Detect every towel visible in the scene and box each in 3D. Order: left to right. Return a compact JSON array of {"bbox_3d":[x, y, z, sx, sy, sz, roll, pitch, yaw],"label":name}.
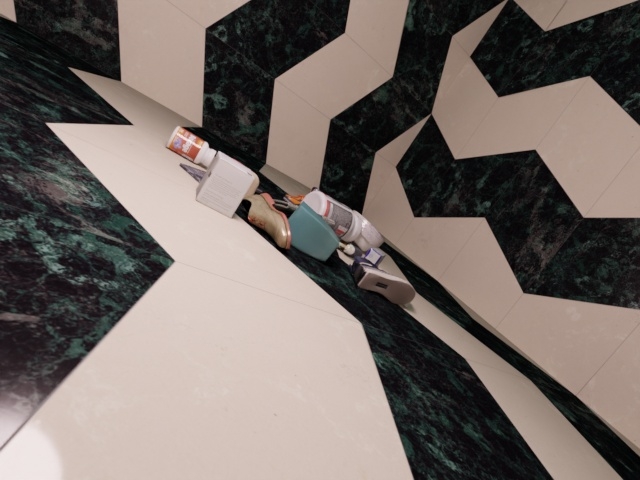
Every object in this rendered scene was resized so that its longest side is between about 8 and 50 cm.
[{"bbox_3d":[-0.139,-0.138,2.062,0.312,0.056,0.324,18,-1,-41],"label":"towel"}]

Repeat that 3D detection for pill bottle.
[{"bbox_3d":[-0.633,-0.458,2.046,0.216,0.121,0.121,29,12,-21],"label":"pill bottle"},{"bbox_3d":[0.064,-0.125,2.375,0.363,0.210,0.210,24,14,-42],"label":"pill bottle"}]

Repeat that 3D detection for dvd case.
[{"bbox_3d":[-0.514,-0.282,1.895,0.164,0.018,0.221,39,12,26],"label":"dvd case"}]

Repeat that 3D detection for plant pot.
[{"bbox_3d":[-0.040,-0.026,1.804,0.234,0.166,0.165,39,10,-8],"label":"plant pot"}]

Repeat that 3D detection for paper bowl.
[{"bbox_3d":[0.255,-0.043,2.625,0.284,0.148,0.284,45,-3,3],"label":"paper bowl"}]

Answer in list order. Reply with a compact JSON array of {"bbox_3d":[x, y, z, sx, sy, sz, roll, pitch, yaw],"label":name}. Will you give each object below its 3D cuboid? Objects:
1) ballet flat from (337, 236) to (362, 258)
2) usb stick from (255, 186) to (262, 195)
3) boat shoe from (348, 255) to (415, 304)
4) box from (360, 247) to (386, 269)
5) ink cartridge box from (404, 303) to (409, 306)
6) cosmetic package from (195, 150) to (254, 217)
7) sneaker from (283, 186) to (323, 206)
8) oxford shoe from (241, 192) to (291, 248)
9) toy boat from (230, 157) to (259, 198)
[{"bbox_3d":[0.134,0.037,2.244,0.203,0.074,0.074,33,9,30],"label":"ballet flat"},{"bbox_3d":[-0.427,-0.313,2.215,0.278,0.045,0.077,25,21,-39],"label":"usb stick"},{"bbox_3d":[0.283,0.174,1.908,0.340,0.127,0.158,27,20,-29],"label":"boat shoe"},{"bbox_3d":[0.268,0.108,2.171,0.072,0.126,0.137,38,12,16],"label":"box"},{"bbox_3d":[0.374,0.249,2.026,0.150,0.063,0.109,34,11,0],"label":"ink cartridge box"},{"bbox_3d":[-0.368,-0.217,1.594,0.151,0.184,0.151,28,11,-25],"label":"cosmetic package"},{"bbox_3d":[-0.093,-0.275,2.649,0.124,0.180,0.321,41,13,35],"label":"sneaker"},{"bbox_3d":[-0.223,-0.072,1.668,0.130,0.123,0.348,-7,35,-28],"label":"oxford shoe"},{"bbox_3d":[-0.404,-0.281,1.882,0.231,0.151,0.151,33,-7,-40],"label":"toy boat"}]
